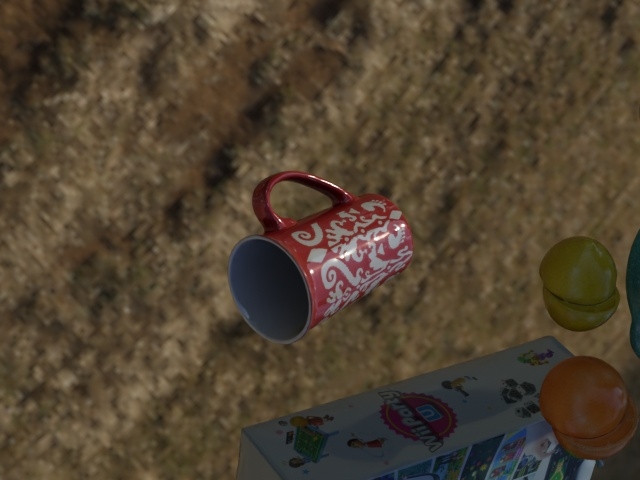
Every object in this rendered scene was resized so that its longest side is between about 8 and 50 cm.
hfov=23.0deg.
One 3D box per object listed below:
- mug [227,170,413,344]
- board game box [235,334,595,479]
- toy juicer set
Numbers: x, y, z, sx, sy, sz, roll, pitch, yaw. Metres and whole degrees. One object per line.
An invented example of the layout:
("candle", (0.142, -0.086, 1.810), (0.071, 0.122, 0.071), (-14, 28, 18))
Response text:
("mug", (0.007, 0.005, 1.560), (0.169, 0.113, 0.150), (-25, 129, -42))
("board game box", (0.074, 0.220, 1.264), (0.303, 0.097, 0.224), (-14, 130, -30))
("toy juicer set", (0.248, 0.015, 1.105), (0.209, 0.089, 0.329), (18, 88, -19))
